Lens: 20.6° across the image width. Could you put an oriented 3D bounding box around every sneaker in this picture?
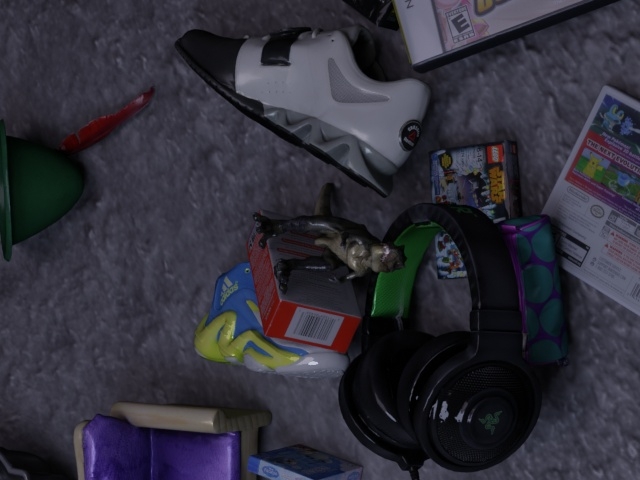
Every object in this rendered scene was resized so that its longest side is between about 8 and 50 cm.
[{"bbox_3d":[-0.012,-0.177,1.900,0.330,0.122,0.146,31,89,32],"label":"sneaker"},{"bbox_3d":[-0.054,0.080,1.908,0.240,0.091,0.126,5,86,48],"label":"sneaker"}]

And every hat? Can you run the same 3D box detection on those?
[{"bbox_3d":[-0.297,-0.069,2.136,0.208,0.183,0.173,129,136,-71],"label":"hat"}]

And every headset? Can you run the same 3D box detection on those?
[{"bbox_3d":[0.139,0.162,1.751,0.243,0.185,0.394,173,101,-65],"label":"headset"}]

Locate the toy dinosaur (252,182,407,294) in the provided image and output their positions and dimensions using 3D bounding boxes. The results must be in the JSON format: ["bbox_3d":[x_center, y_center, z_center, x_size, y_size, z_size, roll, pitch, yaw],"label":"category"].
[{"bbox_3d":[0.000,0.000,1.803,0.268,0.118,0.064,-136,36,-64],"label":"toy dinosaur"}]

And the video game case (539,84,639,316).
[{"bbox_3d":[0.319,-0.027,1.710,0.201,0.023,0.183,34,108,31],"label":"video game case"}]

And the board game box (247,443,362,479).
[{"bbox_3d":[-0.016,0.246,1.896,0.090,0.090,0.020,17,102,33],"label":"board game box"}]

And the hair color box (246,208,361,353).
[{"bbox_3d":[-0.020,0.042,1.850,0.167,0.093,0.053,-103,32,-53],"label":"hair color box"}]

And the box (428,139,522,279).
[{"bbox_3d":[0.161,-0.031,1.816,0.094,0.027,0.137,-7,86,34],"label":"box"}]

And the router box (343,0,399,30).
[{"bbox_3d":[0.043,-0.328,1.890,0.179,0.046,0.133,40,110,28],"label":"router box"}]

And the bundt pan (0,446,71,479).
[{"bbox_3d":[-0.389,0.400,2.133,0.331,0.124,0.331,-1,89,36],"label":"bundt pan"}]

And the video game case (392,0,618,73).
[{"bbox_3d":[0.186,-0.329,1.766,0.275,0.035,0.248,-19,78,20],"label":"video game case"}]

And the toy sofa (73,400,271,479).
[{"bbox_3d":[-0.163,0.361,1.945,0.150,0.177,0.363,2,90,33],"label":"toy sofa"}]

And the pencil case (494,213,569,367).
[{"bbox_3d":[0.206,0.051,1.740,0.064,0.070,0.152,-5,100,30],"label":"pencil case"}]
